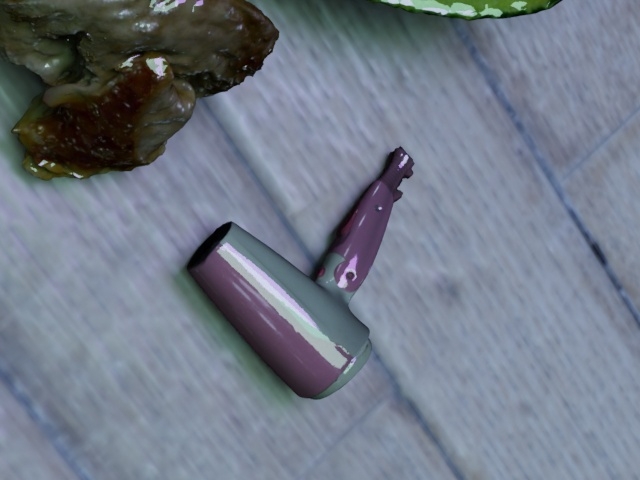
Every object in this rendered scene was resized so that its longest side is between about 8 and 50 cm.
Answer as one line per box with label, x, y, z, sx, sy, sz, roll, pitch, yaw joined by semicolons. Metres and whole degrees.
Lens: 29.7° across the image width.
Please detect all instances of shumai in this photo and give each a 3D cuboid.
shumai;-0.087;-0.088;0.602;0.139;0.123;0.105;-28;112;-39

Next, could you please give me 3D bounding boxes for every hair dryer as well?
hair dryer;0.006;0.003;0.688;0.106;0.054;0.154;49;58;-12

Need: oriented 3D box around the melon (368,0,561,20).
melon;0.034;-0.277;0.624;0.331;0.226;0.344;-49;122;-33
